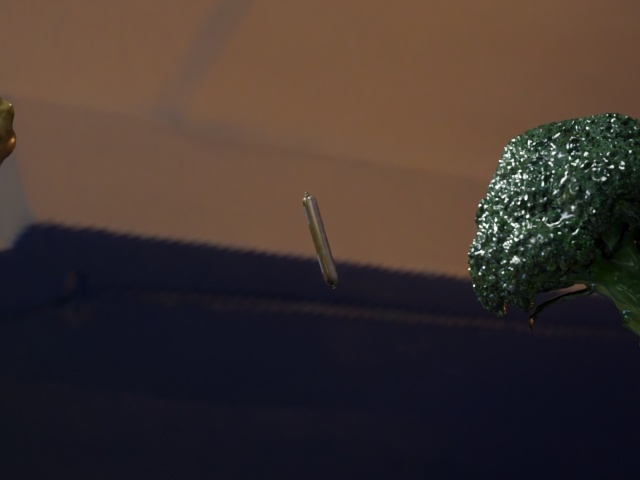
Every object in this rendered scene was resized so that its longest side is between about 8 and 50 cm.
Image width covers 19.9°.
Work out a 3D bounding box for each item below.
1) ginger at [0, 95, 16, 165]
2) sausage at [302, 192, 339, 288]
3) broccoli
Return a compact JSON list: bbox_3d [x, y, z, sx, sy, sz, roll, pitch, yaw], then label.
[{"bbox_3d":[-0.367,0.024,1.437,0.236,0.375,0.166,14,-34,-27],"label":"ginger"},{"bbox_3d":[0.000,0.000,1.789,0.015,0.100,0.015,-16,-11,-3],"label":"sausage"},{"bbox_3d":[0.298,0.006,1.972,0.297,0.297,0.297,-34,-4,-3],"label":"broccoli"}]
